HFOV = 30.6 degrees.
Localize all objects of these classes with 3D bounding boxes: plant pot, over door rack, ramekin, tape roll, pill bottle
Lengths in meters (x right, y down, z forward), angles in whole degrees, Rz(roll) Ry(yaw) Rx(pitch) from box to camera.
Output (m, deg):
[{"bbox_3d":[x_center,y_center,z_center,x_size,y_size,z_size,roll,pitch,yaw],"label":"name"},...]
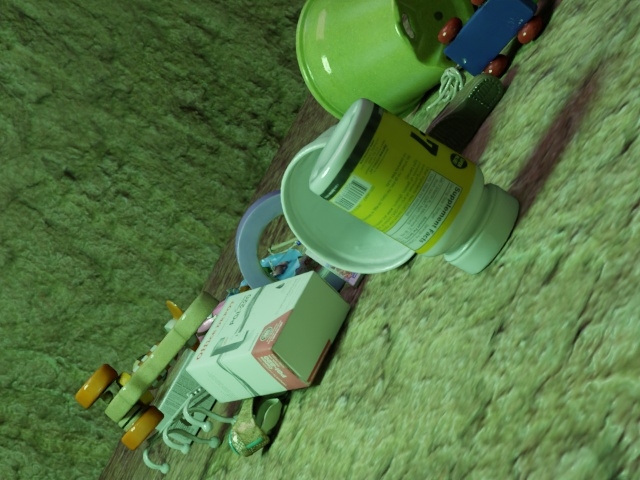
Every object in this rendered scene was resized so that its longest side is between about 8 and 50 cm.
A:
[{"bbox_3d":[0.135,-0.346,1.957,0.254,0.276,0.276,-11,48,63],"label":"plant pot"},{"bbox_3d":[-0.152,0.255,2.033,0.324,0.108,0.239,-49,1,-40],"label":"over door rack"},{"bbox_3d":[0.060,-0.069,1.590,0.207,0.207,0.109,-51,4,41],"label":"ramekin"},{"bbox_3d":[-0.042,0.011,1.890,0.189,0.189,0.080,-59,10,3],"label":"tape roll"},{"bbox_3d":[0.103,-0.055,1.275,0.119,0.208,0.119,-57,10,16],"label":"pill bottle"}]

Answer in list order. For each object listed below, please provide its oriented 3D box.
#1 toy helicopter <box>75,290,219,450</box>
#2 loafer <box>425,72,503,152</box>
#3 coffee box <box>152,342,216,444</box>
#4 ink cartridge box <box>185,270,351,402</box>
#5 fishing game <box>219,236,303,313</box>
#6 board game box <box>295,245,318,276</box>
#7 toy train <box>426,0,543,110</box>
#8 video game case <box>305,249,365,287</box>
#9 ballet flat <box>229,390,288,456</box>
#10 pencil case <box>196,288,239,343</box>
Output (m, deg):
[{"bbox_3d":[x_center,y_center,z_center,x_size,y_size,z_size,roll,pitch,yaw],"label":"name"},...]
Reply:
[{"bbox_3d":[-0.254,0.185,1.986,0.355,0.140,0.235,-48,0,45],"label":"toy helicopter"},{"bbox_3d":[0.199,-0.176,1.631,0.148,0.056,0.050,-44,14,24],"label":"loafer"},{"bbox_3d":[-0.257,0.289,2.434,0.247,0.098,0.141,-60,10,-6],"label":"coffee box"},{"bbox_3d":[-0.081,0.148,1.760,0.218,0.092,0.159,-21,32,48],"label":"ink cartridge box"},{"bbox_3d":[-0.112,0.073,2.067,0.189,0.041,0.264,-22,26,45],"label":"fishing game"},{"bbox_3d":[0.000,0.000,2.201,0.154,0.026,0.103,-56,10,24],"label":"board game box"},{"bbox_3d":[0.238,-0.301,1.694,0.143,0.105,0.248,-54,4,-40],"label":"toy train"},{"bbox_3d":[0.037,0.009,1.807,0.122,0.011,0.087,34,93,43],"label":"video game case"},{"bbox_3d":[-0.083,0.251,1.802,0.067,0.073,0.206,-24,29,25],"label":"ballet flat"},{"bbox_3d":[-0.148,0.122,2.198,0.209,0.098,0.095,-37,42,5],"label":"pencil case"}]
